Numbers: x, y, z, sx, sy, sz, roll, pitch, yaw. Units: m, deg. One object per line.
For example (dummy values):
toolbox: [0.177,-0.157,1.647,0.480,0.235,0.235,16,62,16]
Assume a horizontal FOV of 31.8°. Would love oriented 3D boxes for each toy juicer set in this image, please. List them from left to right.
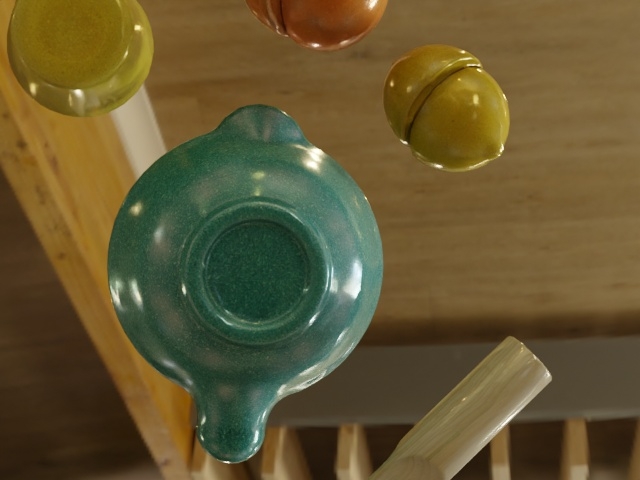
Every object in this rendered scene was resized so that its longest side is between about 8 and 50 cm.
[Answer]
toy juicer set: [0.000,0.000,0.545,0.209,0.329,0.089,-23,5,-7]
